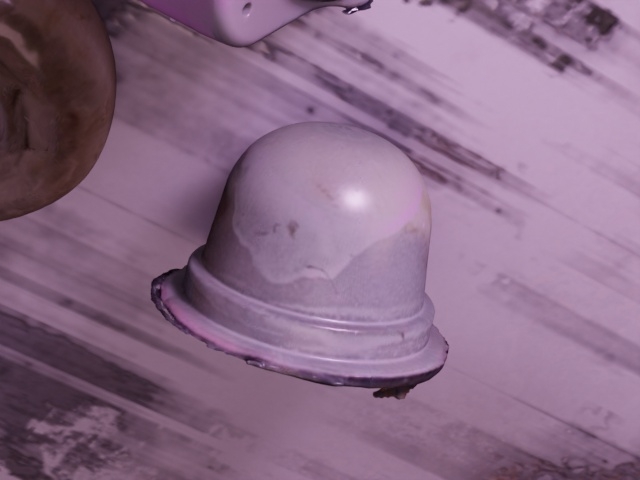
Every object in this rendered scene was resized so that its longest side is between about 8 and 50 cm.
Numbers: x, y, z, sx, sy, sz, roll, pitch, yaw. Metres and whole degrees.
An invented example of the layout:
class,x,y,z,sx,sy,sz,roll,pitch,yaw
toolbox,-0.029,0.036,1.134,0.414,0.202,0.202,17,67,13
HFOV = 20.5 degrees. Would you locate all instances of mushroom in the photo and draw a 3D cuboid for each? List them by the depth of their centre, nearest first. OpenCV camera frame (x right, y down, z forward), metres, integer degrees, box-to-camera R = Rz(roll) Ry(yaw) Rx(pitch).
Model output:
class,x,y,z,sx,sy,sz,roll,pitch,yaw
mushroom,-0.220,-0.080,1.039,0.204,0.204,0.204,-1,132,-1

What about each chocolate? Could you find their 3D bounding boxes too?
class,x,y,z,sx,sy,sz,roll,pitch,yaw
chocolate,0.008,-0.002,1.155,0.221,0.221,0.147,16,104,-16

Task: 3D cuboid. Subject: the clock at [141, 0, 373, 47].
class,x,y,z,sx,sy,sz,roll,pitch,yaw
clock,0.004,-0.239,0.899,0.090,0.227,0.248,28,132,25
